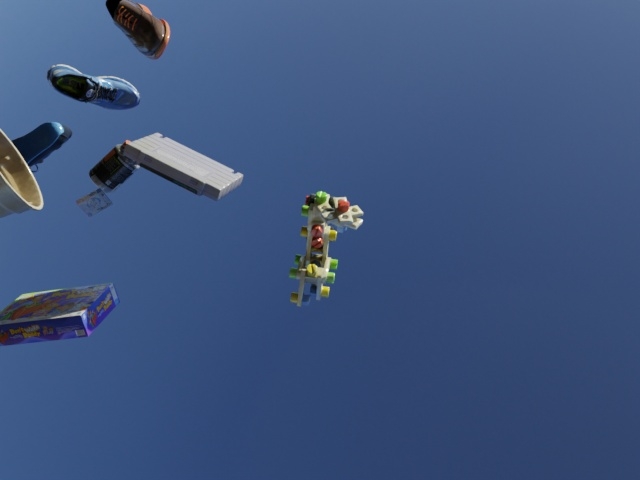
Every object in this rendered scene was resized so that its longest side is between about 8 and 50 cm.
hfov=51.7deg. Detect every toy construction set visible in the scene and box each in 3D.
[{"bbox_3d":[0.000,0.000,1.734,0.215,0.151,0.327,-75,-174,-52],"label":"toy construction set"}]

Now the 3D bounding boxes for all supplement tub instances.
[{"bbox_3d":[-0.749,-0.273,2.436,0.190,0.117,0.117,-40,-133,9],"label":"supplement tub"}]

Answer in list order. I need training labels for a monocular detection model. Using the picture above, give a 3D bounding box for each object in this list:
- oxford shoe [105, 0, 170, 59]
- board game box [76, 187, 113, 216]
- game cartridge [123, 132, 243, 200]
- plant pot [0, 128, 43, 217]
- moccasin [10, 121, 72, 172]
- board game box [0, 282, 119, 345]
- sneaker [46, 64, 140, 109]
[{"bbox_3d":[-0.439,-0.506,1.566,0.271,0.098,0.097,44,-71,44],"label":"oxford shoe"},{"bbox_3d":[-0.748,-0.125,2.188,0.090,0.090,0.020,-31,-116,-8],"label":"board game box"},{"bbox_3d":[-0.463,-0.251,2.246,0.355,0.230,0.068,27,-63,5],"label":"game cartridge"},{"bbox_3d":[-1.067,-0.164,1.978,0.306,0.333,0.334,-29,-133,-5],"label":"plant pot"},{"bbox_3d":[-1.024,-0.306,2.345,0.342,0.117,0.137,-19,-91,16],"label":"moccasin"},{"bbox_3d":[-0.865,0.239,2.138,0.347,0.078,0.233,-8,-160,11],"label":"board game box"},{"bbox_3d":[-0.826,-0.540,2.413,0.147,0.330,0.129,53,-51,56],"label":"sneaker"}]
